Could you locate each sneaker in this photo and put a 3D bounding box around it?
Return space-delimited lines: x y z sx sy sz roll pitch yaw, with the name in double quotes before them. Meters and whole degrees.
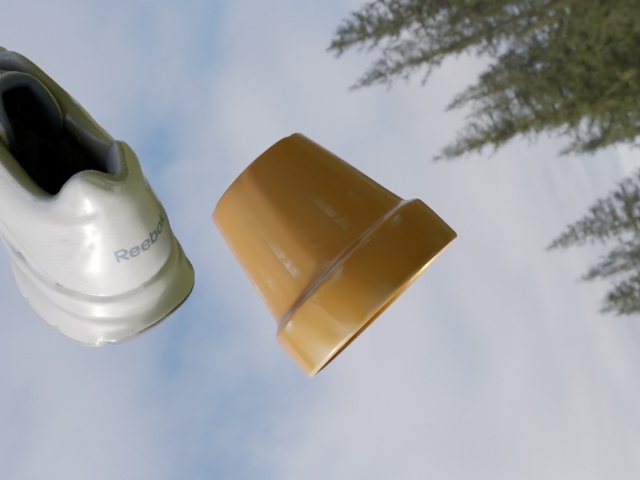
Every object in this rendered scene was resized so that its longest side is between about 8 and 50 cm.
"sneaker" -0.192 -0.064 0.570 0.111 0.297 0.129 -46 -26 -35

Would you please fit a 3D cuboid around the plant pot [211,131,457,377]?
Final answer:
"plant pot" 0.000 0.000 0.992 0.188 0.205 0.205 46 -160 7
